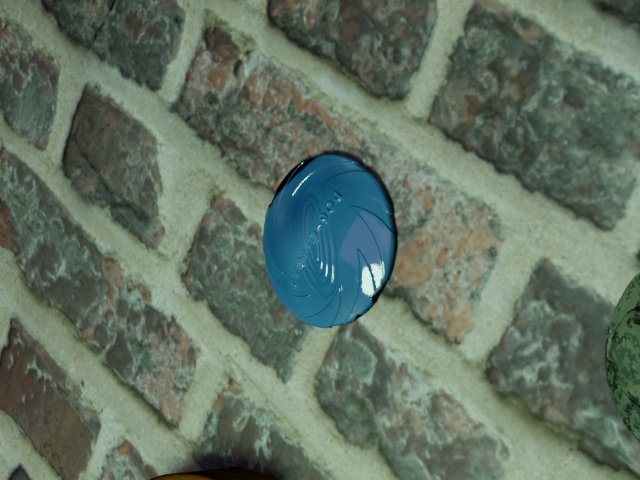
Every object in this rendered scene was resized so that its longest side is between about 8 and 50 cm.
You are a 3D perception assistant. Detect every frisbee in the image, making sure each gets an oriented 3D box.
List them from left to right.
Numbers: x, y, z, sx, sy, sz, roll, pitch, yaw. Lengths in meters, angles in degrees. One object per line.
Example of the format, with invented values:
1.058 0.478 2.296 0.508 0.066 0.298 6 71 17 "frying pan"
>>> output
0.000 0.000 1.651 0.242 0.045 0.242 -2 86 41 "frisbee"

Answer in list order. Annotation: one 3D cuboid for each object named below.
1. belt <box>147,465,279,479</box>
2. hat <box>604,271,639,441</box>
-0.159 0.441 1.737 0.338 0.122 0.217 -9 81 40 "belt"
0.380 0.122 1.249 0.265 0.128 0.266 -1 89 46 "hat"
